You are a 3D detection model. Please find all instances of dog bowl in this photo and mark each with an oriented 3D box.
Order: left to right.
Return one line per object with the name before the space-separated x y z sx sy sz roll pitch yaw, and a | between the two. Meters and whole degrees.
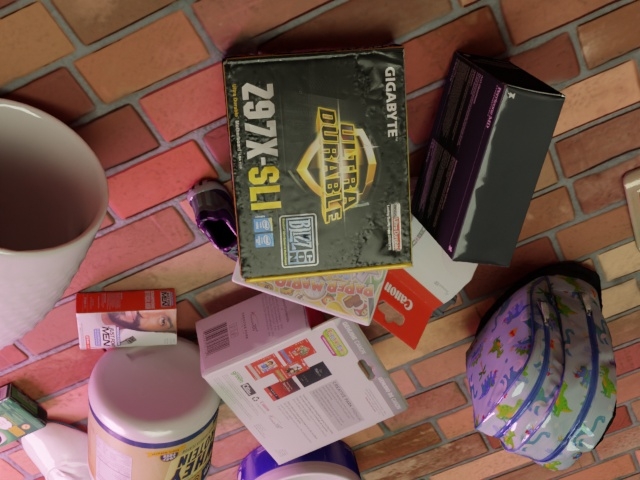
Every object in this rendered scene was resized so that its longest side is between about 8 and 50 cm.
dog bowl | -0.044 0.527 2.091 0.264 0.104 0.265 -6 133 -6

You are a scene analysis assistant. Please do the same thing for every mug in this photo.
mug | -0.521 -0.020 1.395 0.374 0.276 0.328 36 130 -1

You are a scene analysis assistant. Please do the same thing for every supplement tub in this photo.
supplement tub | -0.304 0.347 1.782 0.228 0.228 0.316 1 133 -12

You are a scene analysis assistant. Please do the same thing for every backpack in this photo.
backpack | 0.384 0.231 1.728 0.273 0.356 0.290 21 126 -27

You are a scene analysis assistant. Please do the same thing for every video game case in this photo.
video game case | 0.000 0.000 1.524 0.227 0.026 0.206 18 95 1

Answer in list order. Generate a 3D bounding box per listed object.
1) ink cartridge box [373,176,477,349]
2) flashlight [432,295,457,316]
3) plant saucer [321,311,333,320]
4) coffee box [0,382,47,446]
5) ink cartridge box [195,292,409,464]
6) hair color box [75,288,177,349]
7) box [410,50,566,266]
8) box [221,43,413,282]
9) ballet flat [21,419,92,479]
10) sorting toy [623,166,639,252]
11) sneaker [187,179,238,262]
ink cartridge box | 0.170 0.042 1.613 0.066 0.232 0.189 4 153 45
flashlight | 0.119 0.032 1.661 0.103 0.103 0.304 -39 127 19
plant saucer | -0.059 0.222 1.848 0.240 0.037 0.241 -6 134 -6
coffee box | -0.618 0.340 1.840 0.184 0.040 0.113 -26 132 12
ink cartridge box | -0.026 0.224 1.741 0.271 0.130 0.309 -23 133 8
hair color box | -0.332 0.136 1.699 0.167 0.053 0.093 -3 132 -10
box | 0.234 -0.120 1.435 0.103 0.184 0.261 7 113 -17
box | -0.002 -0.112 1.422 0.257 0.079 0.322 -4 105 -5
ballet flat | -0.442 0.500 1.967 0.139 0.139 0.400 -25 132 12
sorting toy | 0.634 -0.068 1.716 0.193 0.038 0.208 -22 133 9
sneaker | -0.139 0.005 1.584 0.083 0.098 0.224 -30 131 16
